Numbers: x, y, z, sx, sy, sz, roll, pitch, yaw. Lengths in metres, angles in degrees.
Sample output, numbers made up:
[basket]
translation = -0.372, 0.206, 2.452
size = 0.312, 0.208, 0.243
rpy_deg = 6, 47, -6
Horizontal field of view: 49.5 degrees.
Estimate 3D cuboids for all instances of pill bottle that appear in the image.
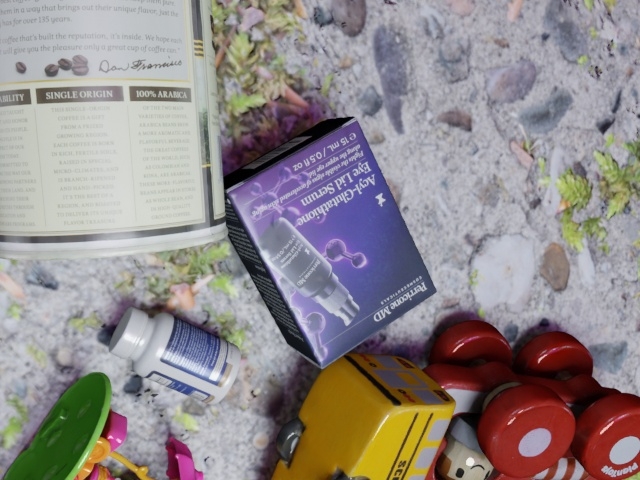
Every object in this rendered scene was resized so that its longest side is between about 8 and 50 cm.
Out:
[pill bottle]
translation = -0.146, 0.113, 0.697
size = 0.120, 0.067, 0.067
rpy_deg = 29, 85, -22

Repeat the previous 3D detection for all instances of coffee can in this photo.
[coffee can]
translation = -0.186, -0.134, 0.582
size = 0.201, 0.201, 0.275
rpy_deg = -5, 98, -21

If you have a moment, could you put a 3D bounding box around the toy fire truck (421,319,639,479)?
[toy fire truck]
translation = 0.226, 0.248, 0.818
size = 0.302, 0.169, 0.254
rpy_deg = 10, 111, -21

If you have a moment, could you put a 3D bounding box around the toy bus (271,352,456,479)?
[toy bus]
translation = 0.011, 0.286, 0.724
size = 0.130, 0.108, 0.333
rpy_deg = 10, 107, -38

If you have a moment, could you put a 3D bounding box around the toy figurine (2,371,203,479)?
[toy figurine]
translation = -0.198, 0.236, 0.678
size = 0.173, 0.130, 0.159
rpy_deg = -44, 120, 11

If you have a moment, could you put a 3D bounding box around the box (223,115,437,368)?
[box]
translation = 0.000, 0.000, 0.720
size = 0.153, 0.108, 0.207
rpy_deg = -33, 106, -16
